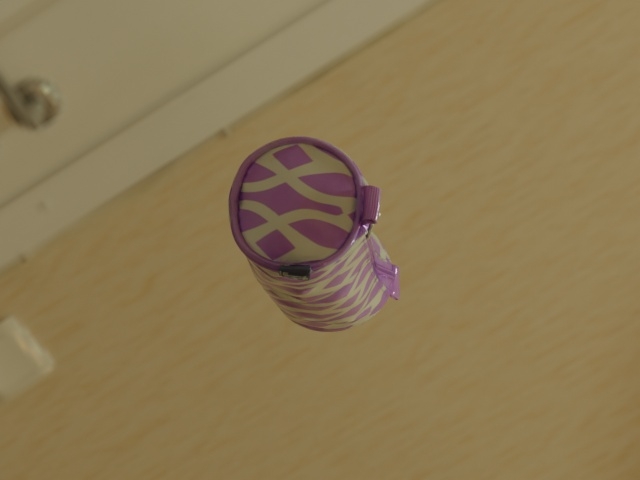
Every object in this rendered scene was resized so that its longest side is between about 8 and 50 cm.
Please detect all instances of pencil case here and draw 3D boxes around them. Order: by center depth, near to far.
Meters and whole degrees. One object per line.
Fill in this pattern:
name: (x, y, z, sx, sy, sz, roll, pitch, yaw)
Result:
pencil case: (0.000, 0.000, 0.987, 0.206, 0.088, 0.086, 67, 19, -77)
